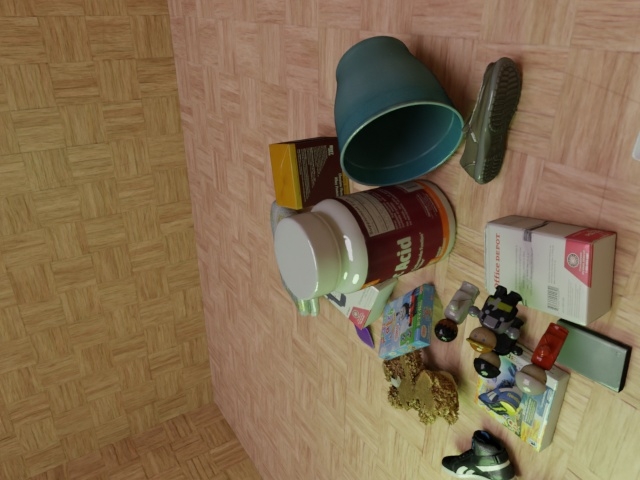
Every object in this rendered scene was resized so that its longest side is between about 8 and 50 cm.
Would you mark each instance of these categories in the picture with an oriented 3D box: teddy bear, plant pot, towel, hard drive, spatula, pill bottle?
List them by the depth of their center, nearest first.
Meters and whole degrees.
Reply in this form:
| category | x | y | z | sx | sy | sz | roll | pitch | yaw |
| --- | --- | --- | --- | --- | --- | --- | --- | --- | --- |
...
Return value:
| category | x | y | z | sx | sy | sz | roll | pitch | yaw |
| --- | --- | --- | --- | --- | --- | --- | --- | --- | --- |
| hard drive | 0.516 | 0.218 | 0.945 | 0.135 | 0.022 | 0.094 | 27 | 126 | 53 |
| plant pot | 0.147 | -0.303 | 1.108 | 0.271 | 0.272 | 0.255 | 122 | 140 | -52 |
| pill bottle | 0.106 | -0.004 | 1.162 | 0.224 | 0.392 | 0.224 | 34 | 132 | 49 |
| teddy bear | 0.278 | 0.404 | 1.377 | 0.338 | 0.113 | 0.245 | 121 | 136 | -60 |
| spatula | 0.133 | 0.212 | 1.583 | 0.084 | 0.030 | 0.296 | 22 | 122 | 52 |
| towel | -0.092 | 0.056 | 1.769 | 0.320 | 0.090 | 0.374 | -138 | 37 | -66 |

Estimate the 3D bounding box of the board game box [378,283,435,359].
| category | x | y | z | sx | sy | sz | roll | pitch | yaw |
| --- | --- | --- | --- | --- | --- | --- | --- | --- | --- |
| board game box | 0.231 | 0.225 | 1.334 | 0.211 | 0.039 | 0.160 | 133 | 153 | -57 |

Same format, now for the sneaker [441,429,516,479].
| category | x | y | z | sx | sy | sz | roll | pitch | yaw |
| --- | --- | --- | --- | --- | --- | --- | --- | --- | --- |
| sneaker | 0.394 | 0.544 | 1.264 | 0.217 | 0.079 | 0.121 | -18 | 85 | 52 |

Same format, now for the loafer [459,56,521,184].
| category | x | y | z | sx | sy | sz | roll | pitch | yaw |
| --- | --- | --- | --- | --- | --- | --- | --- | --- | --- |
| loafer | 0.324 | -0.237 | 0.983 | 0.087 | 0.094 | 0.251 | 36 | 133 | 42 |

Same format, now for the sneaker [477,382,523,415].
| category | x | y | z | sx | sy | sz | roll | pitch | yaw |
| --- | --- | --- | --- | --- | --- | --- | --- | --- | --- |
| sneaker | 0.400 | 0.349 | 1.087 | 0.053 | 0.059 | 0.144 | 38 | 162 | 2 |

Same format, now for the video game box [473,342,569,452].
| category | x | y | z | sx | sy | sz | roll | pitch | yaw |
| --- | --- | --- | --- | --- | --- | --- | --- | --- | --- |
| video game box | 0.442 | 0.334 | 1.104 | 0.187 | 0.048 | 0.205 | 35 | 132 | 51 |

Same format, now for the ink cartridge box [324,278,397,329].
| category | x | y | z | sx | sy | sz | roll | pitch | yaw |
| --- | --- | --- | --- | --- | --- | --- | --- | --- | --- |
| ink cartridge box | 0.091 | 0.121 | 1.484 | 0.237 | 0.100 | 0.172 | 40 | 132 | 27 |

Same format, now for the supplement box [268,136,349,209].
| category | x | y | z | sx | sy | sz | roll | pitch | yaw |
| --- | --- | --- | --- | --- | --- | --- | --- | --- | --- |
| supplement box | -0.032 | -0.210 | 1.497 | 0.129 | 0.194 | 0.191 | 17 | 118 | 56 |

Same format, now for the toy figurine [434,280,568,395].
| category | x | y | z | sx | sy | sz | roll | pitch | yaw |
| --- | --- | --- | --- | --- | --- | --- | --- | --- | --- |
| toy figurine | 0.350 | 0.193 | 0.983 | 0.209 | 0.148 | 0.213 | 35 | 171 | -15 |

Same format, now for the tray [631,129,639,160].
| category | x | y | z | sx | sy | sz | roll | pitch | yaw |
| --- | --- | --- | --- | --- | --- | --- | --- | --- | --- |
| tray | 0.580 | -0.142 | 0.659 | 0.270 | 0.030 | 0.145 | 37 | 134 | 47 |

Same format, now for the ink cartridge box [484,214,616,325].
| category | x | y | z | sx | sy | sz | roll | pitch | yaw |
| --- | --- | --- | --- | --- | --- | --- | --- | --- | --- |
| ink cartridge box | 0.429 | 0.048 | 0.942 | 0.218 | 0.092 | 0.158 | 18 | 119 | 54 |
